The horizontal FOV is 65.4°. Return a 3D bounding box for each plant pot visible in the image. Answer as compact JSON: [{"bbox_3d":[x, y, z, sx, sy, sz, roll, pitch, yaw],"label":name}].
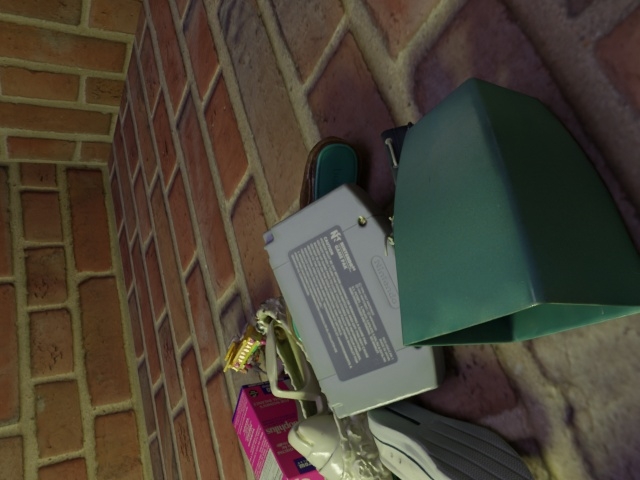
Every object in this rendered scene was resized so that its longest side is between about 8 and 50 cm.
[{"bbox_3d":[0.177,-0.027,0.499,0.165,0.166,0.234,-36,54,53],"label":"plant pot"}]

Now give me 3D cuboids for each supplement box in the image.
[{"bbox_3d":[-0.074,0.386,0.961,0.220,0.111,0.114,49,131,44],"label":"supplement box"}]

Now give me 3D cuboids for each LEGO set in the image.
[{"bbox_3d":[-0.137,0.247,1.099,0.287,0.107,0.132,-51,16,52],"label":"LEGO set"}]

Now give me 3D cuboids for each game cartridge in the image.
[{"bbox_3d":[0.048,0.082,0.703,0.198,0.062,0.297,-27,79,24],"label":"game cartridge"}]

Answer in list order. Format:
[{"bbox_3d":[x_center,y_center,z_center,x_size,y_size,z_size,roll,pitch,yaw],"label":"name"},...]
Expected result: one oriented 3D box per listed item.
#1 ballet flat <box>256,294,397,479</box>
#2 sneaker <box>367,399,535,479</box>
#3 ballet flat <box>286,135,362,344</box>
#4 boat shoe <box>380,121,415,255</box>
[{"bbox_3d":[-0.012,0.268,0.837,0.147,0.147,0.409,-56,48,43],"label":"ballet flat"},{"bbox_3d":[0.159,0.280,0.623,0.258,0.094,0.091,9,118,62],"label":"sneaker"},{"bbox_3d":[0.000,0.000,0.835,0.124,0.116,0.342,-141,54,-75],"label":"ballet flat"},{"bbox_3d":[0.120,-0.026,0.618,0.079,0.095,0.254,-9,82,18],"label":"boat shoe"}]
